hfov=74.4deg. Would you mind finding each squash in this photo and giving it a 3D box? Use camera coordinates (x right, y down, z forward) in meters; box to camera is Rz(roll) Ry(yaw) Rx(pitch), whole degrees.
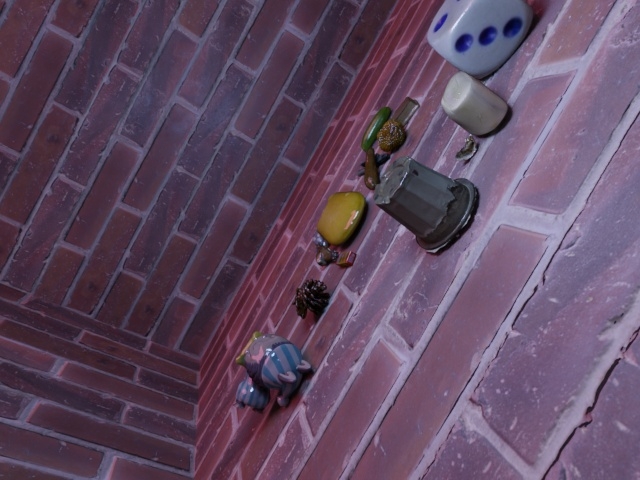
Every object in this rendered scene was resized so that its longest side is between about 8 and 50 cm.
[{"bbox_3d":[0.321,-0.662,2.491,0.292,0.082,0.082,-59,18,8],"label":"squash"}]

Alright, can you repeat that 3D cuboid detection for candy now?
[{"bbox_3d":[0.121,0.090,2.005,0.122,0.038,0.062,-17,48,65],"label":"candy"}]

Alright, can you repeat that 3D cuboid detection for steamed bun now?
[{"bbox_3d":[0.524,-0.481,1.486,0.154,0.200,0.250,-53,17,28],"label":"steamed bun"}]

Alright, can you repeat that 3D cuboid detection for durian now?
[{"bbox_3d":[0.358,-0.531,2.129,0.168,0.137,0.157,154,121,-74],"label":"durian"}]

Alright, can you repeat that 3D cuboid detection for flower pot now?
[{"bbox_3d":[0.334,-0.138,1.411,0.290,0.259,0.290,-50,22,28],"label":"flower pot"}]

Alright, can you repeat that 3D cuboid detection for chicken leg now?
[{"bbox_3d":[0.028,0.080,2.205,0.196,0.081,0.124,46,121,61],"label":"chicken leg"}]

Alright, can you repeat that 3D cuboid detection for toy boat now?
[{"bbox_3d":[0.433,-0.664,2.224,0.188,0.061,0.116,-52,21,29],"label":"toy boat"}]

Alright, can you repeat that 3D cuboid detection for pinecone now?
[{"bbox_3d":[-0.045,0.273,2.008,0.195,0.150,0.179,-53,20,24],"label":"pinecone"}]

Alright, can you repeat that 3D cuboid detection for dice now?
[{"bbox_3d":[0.616,-0.838,1.653,0.304,0.277,0.304,-52,24,33],"label":"dice"}]

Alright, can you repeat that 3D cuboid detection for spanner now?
[{"bbox_3d":[0.287,-0.424,2.303,0.095,0.040,0.325,-67,17,-12],"label":"spanner"}]

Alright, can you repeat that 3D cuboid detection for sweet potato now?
[{"bbox_3d":[0.262,-0.368,2.181,0.075,0.076,0.273,-41,38,47],"label":"sweet potato"}]

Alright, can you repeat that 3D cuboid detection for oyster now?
[{"bbox_3d":[0.515,-0.327,1.506,0.084,0.080,0.038,-20,7,15],"label":"oyster"}]

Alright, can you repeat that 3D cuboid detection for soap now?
[{"bbox_3d":[0.113,-0.123,2.218,0.305,0.115,0.427,-57,19,2],"label":"soap"}]

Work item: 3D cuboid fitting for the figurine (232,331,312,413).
[{"bbox_3d":[-0.219,0.598,1.846,0.378,0.267,0.360,-17,53,65],"label":"figurine"}]

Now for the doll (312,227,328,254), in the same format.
[{"bbox_3d":[0.000,0.000,2.415,0.102,0.075,0.227,-37,37,19],"label":"doll"}]
